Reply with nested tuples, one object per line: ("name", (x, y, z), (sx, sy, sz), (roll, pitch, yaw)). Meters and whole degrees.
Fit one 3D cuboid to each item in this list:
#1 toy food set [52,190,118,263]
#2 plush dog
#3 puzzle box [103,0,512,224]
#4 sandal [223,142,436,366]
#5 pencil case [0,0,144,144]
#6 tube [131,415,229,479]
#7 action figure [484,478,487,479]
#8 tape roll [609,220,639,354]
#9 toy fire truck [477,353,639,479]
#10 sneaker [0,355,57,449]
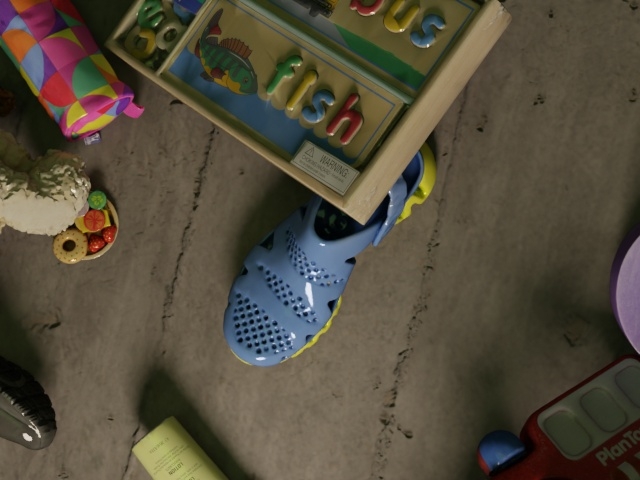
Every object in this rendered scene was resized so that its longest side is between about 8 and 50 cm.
("toy food set", (-0.274, -0.018, 1.909), (0.083, 0.020, 0.083), (-16, 82, 6))
("plush dog", (-0.426, -0.074, 1.861), (0.262, 0.210, 0.225), (-41, 48, 1))
("puzzle box", (-0.024, -0.227, 1.804), (0.409, 0.052, 0.272), (34, 88, 33))
("sandal", (0.000, 0.000, 1.813), (0.126, 0.138, 0.317), (35, 91, 8))
("pencil case", (-0.306, -0.222, 1.899), (0.104, 0.104, 0.236), (-35, 82, 3))
("tube", (-0.111, 0.303, 1.836), (0.240, 0.062, 0.070), (51, 133, 5))
("action figure", (0.137, 0.428, 1.693), (0.275, 0.248, 0.370), (16, 83, 1))
("tape roll", (0.405, 0.053, 1.762), (0.189, 0.080, 0.189), (0, 95, 5))
("toy fire truck", (0.291, 0.273, 1.698), (0.302, 0.169, 0.254), (-27, 65, -28))
("sneaker", (-0.425, 0.174, 1.878), (0.286, 0.109, 0.130), (27, 95, 19))
